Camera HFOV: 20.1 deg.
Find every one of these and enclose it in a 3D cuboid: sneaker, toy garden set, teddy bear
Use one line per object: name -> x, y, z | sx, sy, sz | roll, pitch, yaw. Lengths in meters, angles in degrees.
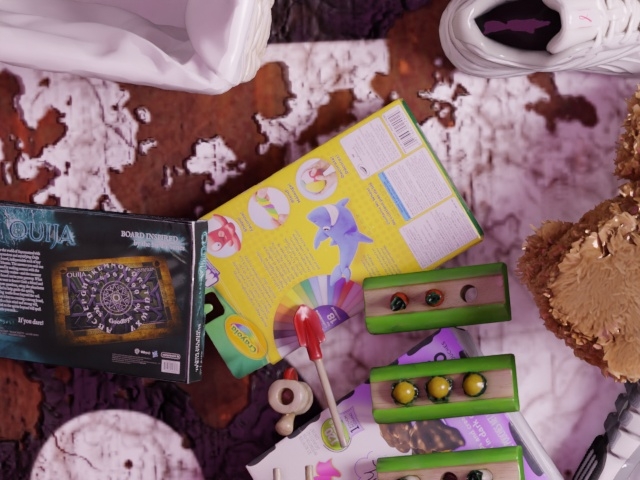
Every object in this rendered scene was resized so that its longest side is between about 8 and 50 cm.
sneaker -> 0.296, 0.139, 1.374 | 0.132, 0.086, 0.228 | 27, 108, -3
sneaker -> 0.203, -0.159, 1.328 | 0.232, 0.115, 0.090 | -9, 95, 6
toy garden set -> 0.043, 0.146, 1.321 | 0.204, 0.049, 0.244 | -7, 80, 17
teddy bear -> 0.302, -0.032, 1.279 | 0.245, 0.113, 0.338 | 29, 83, 21

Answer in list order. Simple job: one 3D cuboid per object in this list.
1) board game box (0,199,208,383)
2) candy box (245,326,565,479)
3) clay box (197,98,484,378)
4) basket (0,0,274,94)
board game box -> -0.176, 0.038, 1.400 | 0.186, 0.026, 0.126 | 6, 96, 23
candy box -> 0.069, 0.187, 1.371 | 0.196, 0.070, 0.165 | -36, 73, 11
clay box -> 0.000, 0.000, 1.395 | 0.222, 0.053, 0.127 | -30, 91, 9
basket -> -0.172, -0.288, 1.276 | 0.331, 0.266, 0.328 | 11, 97, 5
